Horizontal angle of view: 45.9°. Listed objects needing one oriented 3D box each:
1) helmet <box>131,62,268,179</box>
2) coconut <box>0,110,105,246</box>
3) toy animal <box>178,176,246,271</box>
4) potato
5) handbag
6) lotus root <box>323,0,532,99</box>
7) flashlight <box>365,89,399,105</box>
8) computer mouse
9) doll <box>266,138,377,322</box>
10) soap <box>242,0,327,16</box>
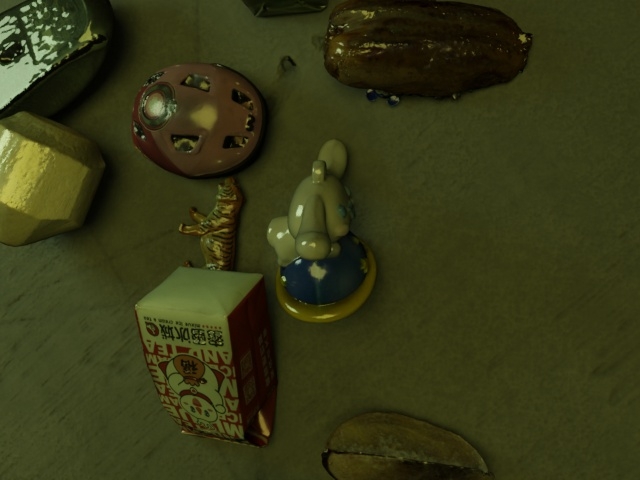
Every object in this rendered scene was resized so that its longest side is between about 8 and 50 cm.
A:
[{"bbox_3d":[-0.214,-0.203,1.245,0.254,0.154,0.198,11,91,7],"label":"helmet"},{"bbox_3d":[-0.477,-0.094,1.265,0.202,0.202,0.221,26,90,12],"label":"coconut"},{"bbox_3d":[-0.186,0.010,1.273,0.099,0.057,0.241,4,88,12],"label":"toy animal"},{"bbox_3d":[0.128,0.342,1.191,0.261,0.100,0.120,9,128,-2],"label":"potato"},{"bbox_3d":[-0.172,0.199,1.212,0.171,0.151,0.298,5,117,19],"label":"handbag"},{"bbox_3d":[0.169,-0.309,1.181,0.330,0.078,0.167,0,88,1],"label":"lotus root"},{"bbox_3d":[0.115,-0.283,1.234,0.057,0.035,0.121,17,91,13],"label":"flashlight"},{"bbox_3d":[-0.506,-0.308,1.324,0.374,0.114,0.203,-24,77,14],"label":"computer mouse"},{"bbox_3d":[-0.008,-0.015,1.183,0.160,0.242,0.310,-12,44,21],"label":"doll"},{"bbox_3d":[-0.075,-0.484,1.209,0.139,0.182,0.199,-3,86,12],"label":"soap"}]
